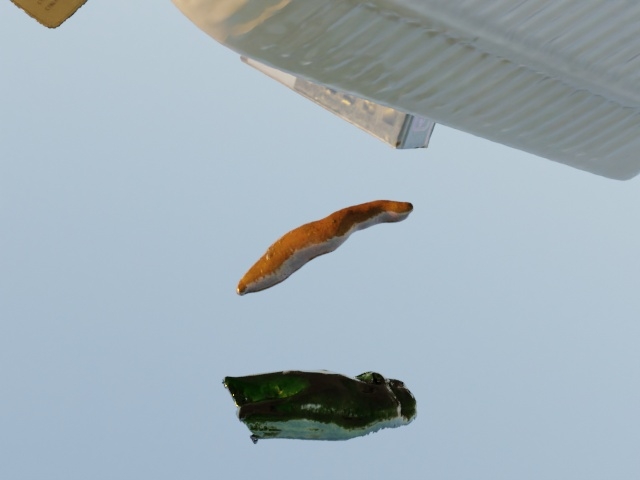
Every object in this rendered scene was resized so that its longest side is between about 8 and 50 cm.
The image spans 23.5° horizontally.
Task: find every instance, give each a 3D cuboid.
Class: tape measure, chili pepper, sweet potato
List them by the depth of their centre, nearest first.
[{"bbox_3d":[0.050,-0.147,0.517,0.271,0.133,0.231,13,-124,-40],"label":"tape measure"},{"bbox_3d":[-0.001,-0.001,1.394,0.179,0.044,0.044,-29,-145,-4],"label":"sweet potato"},{"bbox_3d":[0.001,0.158,1.494,0.224,0.061,0.098,6,-157,-39],"label":"chili pepper"}]

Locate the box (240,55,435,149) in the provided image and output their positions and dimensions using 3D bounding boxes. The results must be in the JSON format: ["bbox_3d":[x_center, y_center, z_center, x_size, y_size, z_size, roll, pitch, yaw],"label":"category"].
[{"bbox_3d":[0.050,-0.252,1.176,0.180,0.324,0.047,32,-151,32],"label":"box"}]

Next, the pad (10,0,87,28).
[{"bbox_3d":[-0.132,-0.258,0.964,0.159,0.009,0.265,38,-110,15],"label":"pad"}]
